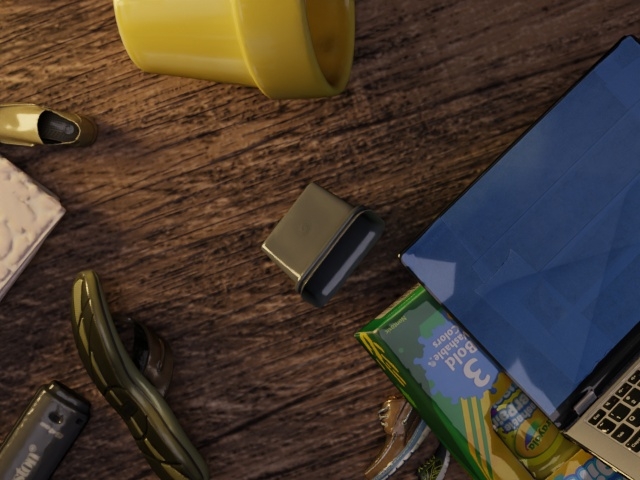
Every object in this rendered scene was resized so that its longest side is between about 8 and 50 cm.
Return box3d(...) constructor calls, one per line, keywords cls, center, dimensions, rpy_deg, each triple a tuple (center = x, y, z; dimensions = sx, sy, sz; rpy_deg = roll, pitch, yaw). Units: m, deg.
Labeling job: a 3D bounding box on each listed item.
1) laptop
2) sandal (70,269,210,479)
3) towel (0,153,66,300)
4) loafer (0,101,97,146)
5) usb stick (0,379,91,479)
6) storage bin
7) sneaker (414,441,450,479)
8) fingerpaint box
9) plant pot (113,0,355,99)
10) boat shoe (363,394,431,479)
box3d(cls="laptop", center=(0.373, 0.030, 1.382), dimensions=(0.382, 0.408, 0.236), rpy_deg=(-44, 125, -10))
box3d(cls="sandal", center=(-0.215, 0.168, 1.628), dimensions=(0.086, 0.120, 0.302), rpy_deg=(-32, 93, -28))
box3d(cls="towel", center=(-0.532, -0.018, 1.641), dimensions=(0.332, 0.053, 0.317), rpy_deg=(39, 89, -1))
box3d(cls="loafer", center=(-0.352, -0.144, 1.641), dimensions=(0.148, 0.050, 0.056), rpy_deg=(2, 90, 0))
box3d(cls="usb stick", center=(-0.384, 0.303, 1.648), dimensions=(0.077, 0.045, 0.278), rpy_deg=(34, 90, 0))
box3d(cls="storage bin", center=(0.000, 0.000, 1.631), dimensions=(0.091, 0.098, 0.135), rpy_deg=(39, 91, 27))
box3d(cls="sneaker", center=(0.137, 0.286, 1.656), dimensions=(0.035, 0.031, 0.083), rpy_deg=(19, 90, 0))
box3d(cls="fingerpaint box", center=(0.331, 0.111, 1.562), dimensions=(0.445, 0.163, 0.371), rpy_deg=(-39, 91, -8))
box3d(cls="plant pot", center=(-0.102, -0.286, 1.556), dimensions=(0.239, 0.254, 0.254), rpy_deg=(-3, 91, 14))
box3d(cls="boat shoe", center=(0.106, 0.220, 1.645), dimensions=(0.066, 0.066, 0.183), rpy_deg=(39, 80, 4))
